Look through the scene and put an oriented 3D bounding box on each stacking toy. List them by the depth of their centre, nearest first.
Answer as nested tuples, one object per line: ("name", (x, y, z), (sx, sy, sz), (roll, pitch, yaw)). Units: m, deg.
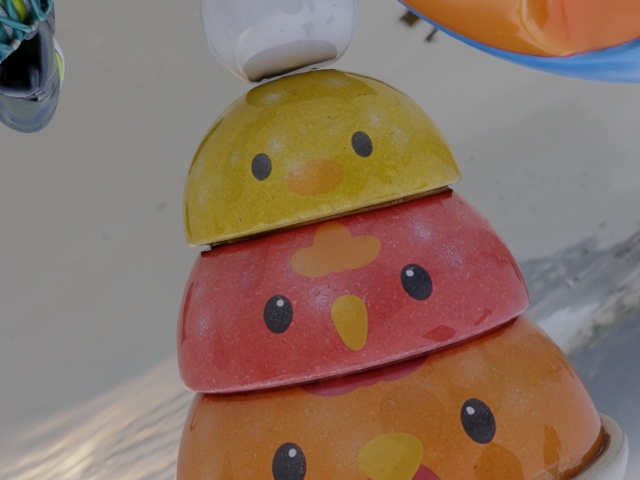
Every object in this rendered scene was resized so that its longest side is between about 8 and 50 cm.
("stacking toy", (0.000, 0.000, 0.836), (0.350, 0.480, 0.350), (-16, -178, 1))

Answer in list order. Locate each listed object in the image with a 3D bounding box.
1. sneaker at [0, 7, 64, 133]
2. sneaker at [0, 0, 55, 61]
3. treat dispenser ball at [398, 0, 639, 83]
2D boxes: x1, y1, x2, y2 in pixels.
("sneaker", (-0.345, -0.199, 1.264), (0.111, 0.121, 0.300), (1, 153, -9))
("sneaker", (-0.228, -0.165, 0.748), (0.110, 0.275, 0.107), (-1, 156, -12))
("treat dispenser ball", (0.114, -0.199, 0.385), (0.288, 0.288, 0.288), (-37, 168, -9))
